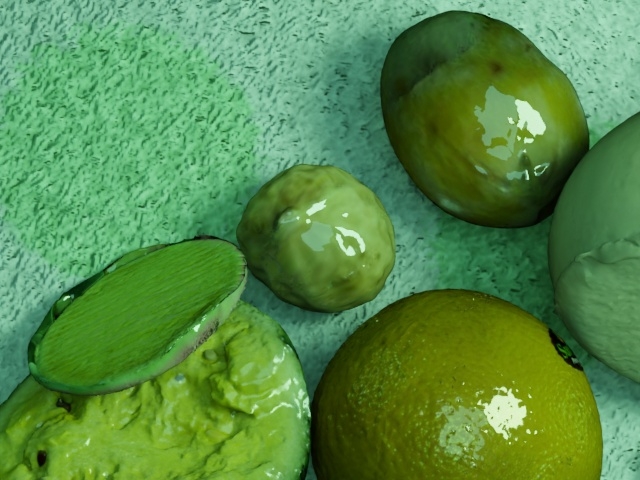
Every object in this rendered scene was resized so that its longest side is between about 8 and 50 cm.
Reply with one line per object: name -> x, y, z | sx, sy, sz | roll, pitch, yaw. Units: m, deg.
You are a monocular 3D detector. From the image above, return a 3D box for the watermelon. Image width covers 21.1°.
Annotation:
watermelon -> -0.150, 0.221, 1.579 | 0.331, 0.331, 0.189 | -31, 117, -7

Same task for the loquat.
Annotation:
loquat -> 0.155, -0.117, 1.673 | 0.179, 0.179, 0.227 | -42, 83, -7

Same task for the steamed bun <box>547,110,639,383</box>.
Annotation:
steamed bun -> 0.404, -0.007, 1.601 | 0.374, 0.374, 0.241 | 18, 62, -3

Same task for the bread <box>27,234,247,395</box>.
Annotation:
bread -> -0.170, 0.072, 1.616 | 0.228, 0.228, 0.033 | -29, 118, -7

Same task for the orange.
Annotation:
orange -> 0.126, 0.181, 1.599 | 0.274, 0.274, 0.274 | 0, 85, -5

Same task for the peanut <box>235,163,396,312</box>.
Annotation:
peanut -> 0.000, 0.000, 1.682 | 0.140, 0.109, 0.159 | -45, 105, 2
